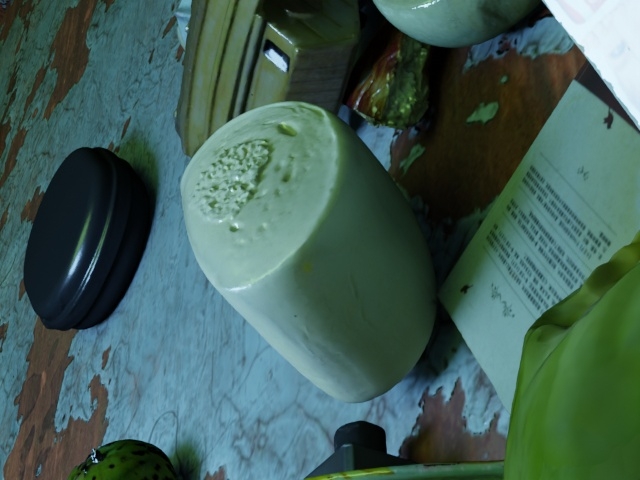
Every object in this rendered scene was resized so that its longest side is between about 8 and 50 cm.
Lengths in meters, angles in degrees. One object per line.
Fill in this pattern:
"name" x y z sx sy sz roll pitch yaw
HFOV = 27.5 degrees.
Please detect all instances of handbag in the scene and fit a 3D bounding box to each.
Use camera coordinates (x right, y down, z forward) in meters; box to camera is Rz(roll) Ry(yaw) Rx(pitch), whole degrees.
"handbag" -0.331 0.000 1.826 0.254 0.093 0.308 -66 25 9

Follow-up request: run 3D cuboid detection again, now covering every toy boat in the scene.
"toy boat" -0.045 -0.180 1.203 0.136 0.162 0.445 -44 -16 -30

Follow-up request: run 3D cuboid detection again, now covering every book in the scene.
"book" 0.185 -0.025 0.894 0.289 0.026 0.201 -59 26 19

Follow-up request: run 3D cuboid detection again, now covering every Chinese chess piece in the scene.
"Chinese chess piece" 0.121 -0.253 1.087 0.188 0.083 0.188 -23 54 36

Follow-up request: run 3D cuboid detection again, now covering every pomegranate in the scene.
"pomegranate" -0.198 0.279 1.345 0.122 0.122 0.162 -143 38 -64

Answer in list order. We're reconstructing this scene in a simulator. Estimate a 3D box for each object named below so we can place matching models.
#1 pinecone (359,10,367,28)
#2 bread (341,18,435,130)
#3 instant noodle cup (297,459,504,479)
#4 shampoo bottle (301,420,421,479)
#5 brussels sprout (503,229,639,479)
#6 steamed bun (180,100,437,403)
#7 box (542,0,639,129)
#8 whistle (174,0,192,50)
"pinecone" -0.011 -0.334 1.307 0.224 0.224 0.272 -102 29 -50
"bread" 0.059 -0.148 1.211 0.136 0.054 0.154 -26 42 56
"instant noodle cup" 0.078 0.236 0.663 0.264 0.264 0.200 -31 53 52
"shampoo bottle" 0.033 0.242 0.926 0.080 0.079 0.246 -45 33 39
"brussels sprout" 0.219 0.072 0.449 0.344 0.268 0.344 -18 59 33
"steamed bun" 0.000 0.000 1.056 0.154 0.200 0.250 -37 33 8
"box" 0.231 -0.174 0.687 0.265 0.048 0.273 56 140 13
"whistle" -0.115 -0.272 1.588 0.346 0.133 0.142 -132 25 -73
